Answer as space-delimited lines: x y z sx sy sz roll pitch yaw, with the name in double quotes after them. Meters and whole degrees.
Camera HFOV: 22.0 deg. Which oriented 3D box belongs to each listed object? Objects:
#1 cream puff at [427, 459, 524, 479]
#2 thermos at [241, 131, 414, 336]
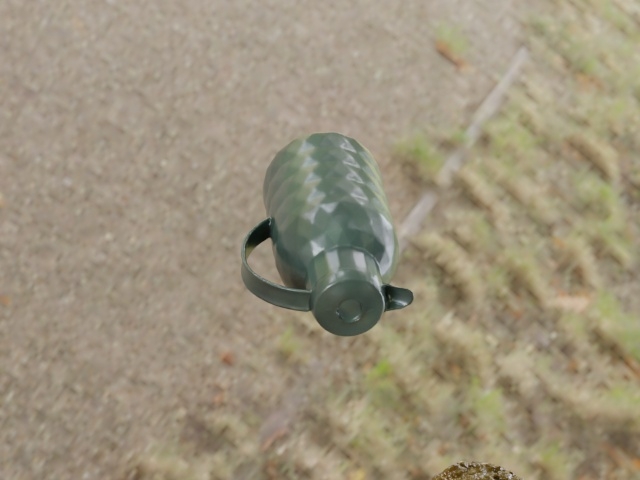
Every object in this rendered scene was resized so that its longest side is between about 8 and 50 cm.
0.165 0.284 1.609 0.150 0.115 0.165 53 20 12 "cream puff"
0.000 0.000 1.851 0.182 0.145 0.286 0 30 -5 "thermos"
